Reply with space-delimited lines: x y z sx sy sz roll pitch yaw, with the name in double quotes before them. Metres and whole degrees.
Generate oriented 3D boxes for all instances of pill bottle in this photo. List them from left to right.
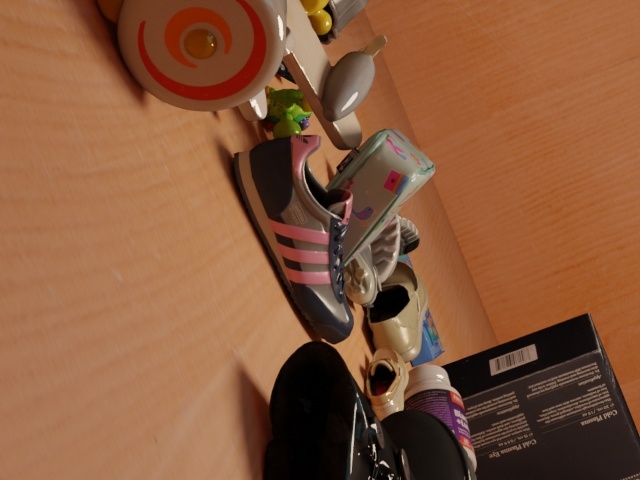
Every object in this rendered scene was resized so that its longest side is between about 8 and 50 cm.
"pill bottle" 0.188 0.303 2.206 0.193 0.108 0.108 -99 163 -45

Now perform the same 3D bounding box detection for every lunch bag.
"lunch bag" 0.061 -0.060 2.017 0.108 0.224 0.279 43 12 3

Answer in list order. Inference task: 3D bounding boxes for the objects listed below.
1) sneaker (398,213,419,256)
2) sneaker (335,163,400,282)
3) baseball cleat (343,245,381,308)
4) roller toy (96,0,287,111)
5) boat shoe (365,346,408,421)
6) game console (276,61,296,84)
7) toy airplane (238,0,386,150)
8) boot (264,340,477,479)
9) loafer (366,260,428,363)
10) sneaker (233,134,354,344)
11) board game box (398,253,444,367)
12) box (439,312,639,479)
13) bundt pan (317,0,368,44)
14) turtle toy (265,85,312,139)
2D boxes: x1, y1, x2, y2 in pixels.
"sneaker" 0.122 -0.064 2.618 0.229 0.086 0.132 48 21 -57
"sneaker" 0.096 -0.023 2.381 0.115 0.105 0.281 67 13 -44
"baseball cleat" 0.053 0.014 2.229 0.109 0.072 0.206 46 35 -67
"roller toy" -0.135 -0.254 1.533 0.146 0.191 0.209 -92 157 -56
"boat shoe" 0.101 0.212 2.090 0.170 0.063 0.059 -89 161 -59
"game console" -0.058 -0.361 2.300 0.124 0.085 0.144 22 46 -52
"toy airplane" -0.046 -0.345 1.891 0.386 0.272 0.384 35 35 -69
"boot" 0.060 0.268 1.672 0.445 0.146 0.367 51 19 -43
"loafer" 0.129 0.106 2.305 0.268 0.102 0.092 -90 162 -58
"sneaker" 0.000 0.000 1.840 0.112 0.131 0.319 -91 157 -62
"board game box" 0.174 0.132 2.587 0.160 0.047 0.210 -3 72 -77
"box" 0.420 0.359 2.576 0.179 0.343 0.312 -80 147 -69
"bundt pan" -0.030 -0.498 2.248 0.331 0.124 0.331 50 -12 14
"turtle toy" -0.052 -0.195 2.082 0.130 0.095 0.066 -89 176 -60
